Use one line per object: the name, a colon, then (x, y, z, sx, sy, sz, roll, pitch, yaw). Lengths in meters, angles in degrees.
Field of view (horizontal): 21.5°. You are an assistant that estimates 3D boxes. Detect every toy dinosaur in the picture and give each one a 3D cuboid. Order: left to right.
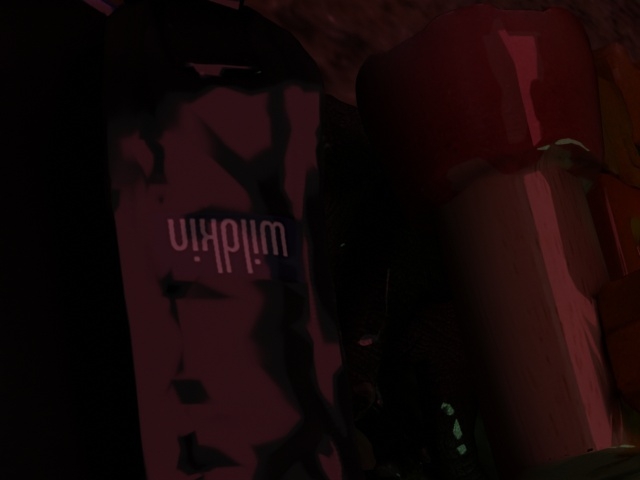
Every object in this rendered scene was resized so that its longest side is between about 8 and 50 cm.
toy dinosaur: (0.000, 0.000, 0.646, 0.313, 0.121, 0.160, 29, 50, -15)

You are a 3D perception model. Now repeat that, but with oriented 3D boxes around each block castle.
block castle: (0.248, -0.019, 0.674, 0.453, 0.303, 0.213, 19, 52, -52)

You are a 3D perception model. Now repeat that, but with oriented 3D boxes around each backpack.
backpack: (-0.118, 0.087, 0.403, 0.276, 0.213, 0.263, -15, 74, -39)
